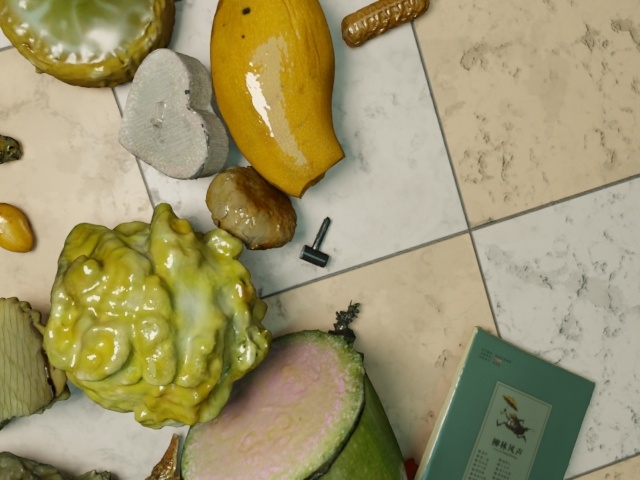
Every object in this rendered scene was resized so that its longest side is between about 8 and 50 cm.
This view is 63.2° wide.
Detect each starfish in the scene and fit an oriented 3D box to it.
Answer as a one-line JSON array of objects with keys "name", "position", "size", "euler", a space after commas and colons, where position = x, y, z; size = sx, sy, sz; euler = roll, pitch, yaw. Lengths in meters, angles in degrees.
[{"name": "starfish", "position": [-0.261, 0.439, 0.831], "size": [0.050, 0.138, 0.247], "euler": [25, 95, -36]}]

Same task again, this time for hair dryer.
[{"name": "hair dryer", "position": [0.000, 0.000, 0.872], "size": [0.047, 0.026, 0.083], "euler": [22, 85, -9]}]

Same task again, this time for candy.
[{"name": "candy", "position": [-0.344, -0.357, 0.768], "size": [0.259, 0.118, 0.260], "euler": [0, 89, -5]}]

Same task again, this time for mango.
[{"name": "mango", "position": [-0.485, -0.018, 0.810], "size": [0.060, 0.046, 0.089], "euler": [-39, 101, -2]}, {"name": "mango", "position": [-0.068, -0.239, 0.781], "size": [0.187, 0.144, 0.359], "euler": [-6, 92, 2]}]

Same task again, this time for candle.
[{"name": "candle", "position": [-0.226, -0.174, 0.774], "size": [0.168, 0.068, 0.192], "euler": [-15, 91, 28]}]

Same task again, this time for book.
[{"name": "book", "position": [0.304, 0.368, 0.884], "size": [0.264, 0.031, 0.379], "euler": [27, 80, -11]}]

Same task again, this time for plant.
[{"name": "plant", "position": [0.038, 0.148, 0.872], "size": [0.051, 0.051, 0.102], "euler": [13, 89, -6]}]

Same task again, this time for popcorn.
[{"name": "popcorn", "position": [-0.230, 0.092, 0.734], "size": [0.312, 0.312, 0.312], "euler": [0, 94, -5]}]

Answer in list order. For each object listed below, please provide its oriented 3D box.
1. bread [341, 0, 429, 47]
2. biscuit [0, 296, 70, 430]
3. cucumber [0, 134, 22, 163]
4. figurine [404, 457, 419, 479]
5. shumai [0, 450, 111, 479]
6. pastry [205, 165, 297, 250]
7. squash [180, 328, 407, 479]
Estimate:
[{"name": "bread", "position": [0.104, -0.364, 0.840], "size": [0.157, 0.044, 0.052], "euler": [-27, 102, -2]}, {"name": "biscuit", "position": [-0.453, 0.176, 0.769], "size": [0.273, 0.036, 0.187], "euler": [-24, 79, 37]}, {"name": "cucumber", "position": [-0.556, -0.157, 0.791], "size": [0.181, 0.053, 0.053], "euler": [16, 93, -4]}, {"name": "figurine", "position": [0.158, 0.453, 0.897], "size": [0.068, 0.075, 0.140], "euler": [5, 83, -4]}, {"name": "shumai", "position": [-0.454, 0.442, 0.809], "size": [0.260, 0.222, 0.225], "euler": [8, 81, 30]}, {"name": "pastry", "position": [-0.102, -0.050, 0.800], "size": [0.153, 0.153, 0.081], "euler": [41, 109, -7]}, {"name": "squash", "position": [-0.001, 0.348, 0.802], "size": [0.310, 0.310, 0.309], "euler": [-34, 118, -2]}]
